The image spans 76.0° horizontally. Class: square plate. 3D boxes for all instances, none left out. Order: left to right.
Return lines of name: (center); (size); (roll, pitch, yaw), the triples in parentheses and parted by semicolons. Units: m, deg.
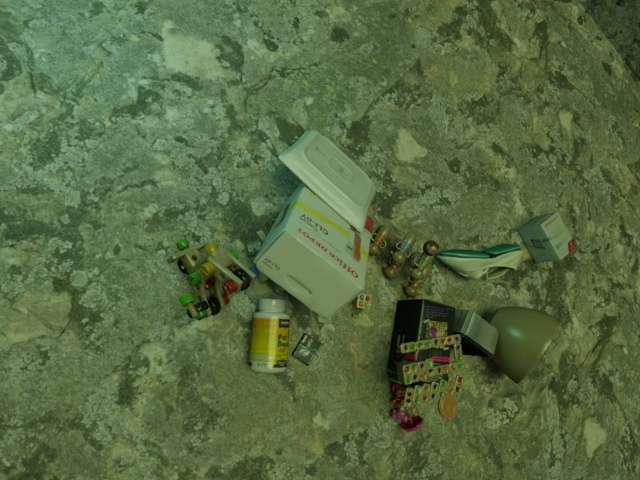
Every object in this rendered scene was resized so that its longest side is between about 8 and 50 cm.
square plate: (0.052, -0.222, 1.363); (0.344, 0.049, 0.347); (42, 31, -9)

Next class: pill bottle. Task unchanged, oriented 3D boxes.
pill bottle: (-0.154, 0.289, 1.257); (0.117, 0.117, 0.215); (7, 78, -21)

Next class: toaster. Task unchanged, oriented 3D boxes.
toaster: (0.521, 0.337, 1.497); (0.185, 0.168, 0.110); (35, 67, -14)

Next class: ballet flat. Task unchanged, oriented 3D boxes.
ballet flat: (0.639, 0.094, 1.619); (0.399, 0.139, 0.139); (-4, 82, -23)

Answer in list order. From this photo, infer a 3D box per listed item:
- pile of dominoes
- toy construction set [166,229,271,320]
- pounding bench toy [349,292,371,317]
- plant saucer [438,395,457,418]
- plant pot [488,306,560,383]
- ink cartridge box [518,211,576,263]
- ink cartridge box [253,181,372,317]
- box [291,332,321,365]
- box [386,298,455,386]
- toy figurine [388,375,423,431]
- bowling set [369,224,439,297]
pile of dominoes: (0.365, 0.414, 1.306); (0.250, 0.040, 0.196); (-4, 84, -21)
toy construction set: (-0.289, 0.060, 1.185); (0.308, 0.257, 0.237); (-29, 82, -22)
pounding bench toy: (0.138, 0.226, 1.415); (0.052, 0.065, 0.084); (13, 76, -19)
plant saucer: (0.471, 0.611, 1.508); (0.083, 0.013, 0.084); (4, 79, -22)
plant pot: (0.727, 0.360, 1.544); (0.190, 0.284, 0.284); (34, 65, 24)
ink cartridge box: (0.971, -0.012, 1.760); (0.128, 0.127, 0.176); (-30, 92, -23)
ink cartridge box: (0.000, 0.000, 1.244); (0.279, 0.160, 0.385); (38, 32, -13)
box: (-0.046, 0.357, 1.342); (0.067, 0.018, 0.083); (38, 69, -12)
box: (0.348, 0.350, 1.422); (0.143, 0.165, 0.271); (17, 74, -18)
toy figurine: (0.298, 0.568, 1.404); (0.173, 0.130, 0.159); (15, 84, 3)
bowling set: (0.309, 0.063, 1.449); (0.287, 0.200, 0.154); (39, 70, -7)
